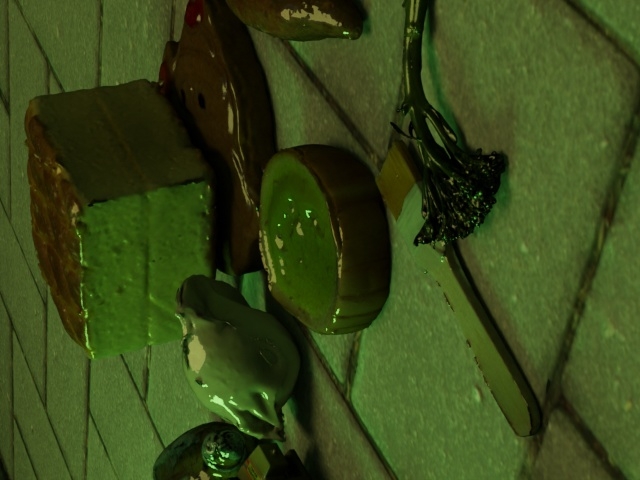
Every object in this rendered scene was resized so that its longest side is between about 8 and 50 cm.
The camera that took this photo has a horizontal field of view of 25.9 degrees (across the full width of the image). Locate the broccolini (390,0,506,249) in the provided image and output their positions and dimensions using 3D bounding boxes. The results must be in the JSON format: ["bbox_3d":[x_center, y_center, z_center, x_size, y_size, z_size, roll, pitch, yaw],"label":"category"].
[{"bbox_3d":[0.117,-0.130,1.300,0.123,0.062,0.272,-8,87,46],"label":"broccolini"}]

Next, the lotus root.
[{"bbox_3d":[-0.151,0.341,2.007,0.322,0.140,0.158,134,147,-55],"label":"lotus root"}]

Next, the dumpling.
[{"bbox_3d":[-0.099,0.143,1.809,0.247,0.142,0.172,61,-163,-14],"label":"dumpling"}]

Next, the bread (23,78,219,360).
[{"bbox_3d":[-0.273,-0.032,1.878,0.279,0.207,0.279,55,150,42],"label":"bread"}]

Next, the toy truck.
[{"bbox_3d":[-0.025,0.381,1.746,0.257,0.127,0.127,60,135,38],"label":"toy truck"}]

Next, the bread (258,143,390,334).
[{"bbox_3d":[0.000,0.000,1.590,0.236,0.070,0.236,39,134,55],"label":"bread"}]

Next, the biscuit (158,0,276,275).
[{"bbox_3d":[-0.142,-0.146,1.876,0.359,0.074,0.381,26,125,60],"label":"biscuit"}]

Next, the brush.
[{"bbox_3d":[0.134,0.047,1.362,0.337,0.020,0.085,65,152,29],"label":"brush"}]

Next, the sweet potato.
[{"bbox_3d":[-0.047,-0.275,1.564,0.292,0.097,0.097,47,141,46],"label":"sweet potato"}]
